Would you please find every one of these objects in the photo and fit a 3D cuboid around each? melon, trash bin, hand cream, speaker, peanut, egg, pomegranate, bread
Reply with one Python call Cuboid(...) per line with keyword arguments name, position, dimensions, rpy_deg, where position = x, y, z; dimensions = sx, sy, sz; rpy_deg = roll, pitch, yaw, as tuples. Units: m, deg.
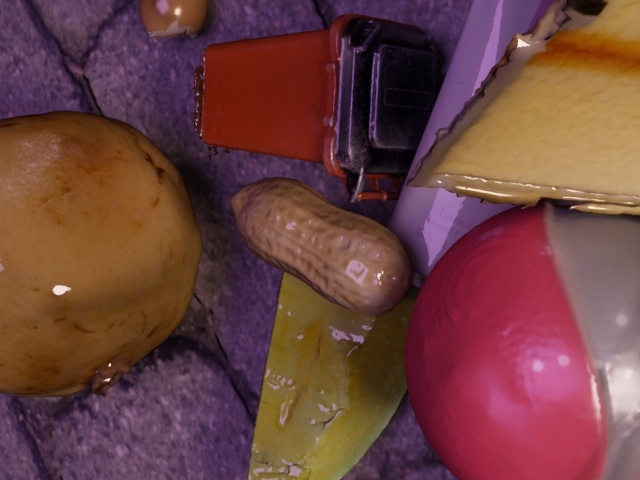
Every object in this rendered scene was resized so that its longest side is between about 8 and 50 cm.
Cuboid(name="melon", position=(-0.006, 0.147, 1.243), dimensions=(0.196, 0.124, 0.323), rpy_deg=(29, 111, 29))
Cuboid(name="trash bin", position=(-0.006, -0.135, 1.216), dimensions=(0.239, 0.161, 0.184), rpy_deg=(5, 95, 39))
Cuboid(name="hand cream", position=(0.182, -0.116, 1.120), dimensions=(0.186, 0.118, 0.358), rpy_deg=(26, 105, 5))
Cuboid(name="speaker", position=(0.214, 0.102, 0.998), dimensions=(0.294, 0.294, 0.294), rpy_deg=(2, 94, 31))
Cuboid(name="peanut", position=(0.000, 0.000, 1.119), dimensions=(0.214, 0.099, 0.090), rpy_deg=(31, 120, 26))
Cuboid(name="egg", position=(-0.172, -0.281, 1.344), dimensions=(0.080, 0.080, 0.096), rpy_deg=(-2, 95, 31))
Cuboid(name="pomegranate", position=(-0.295, 0.022, 1.291), dimensions=(0.333, 0.333, 0.332), rpy_deg=(2, 94, 31))
Cuboid(name="bread", position=(0.337, -0.113, 0.853), dimensions=(0.405, 0.242, 0.345), rpy_deg=(31, 136, 9))
